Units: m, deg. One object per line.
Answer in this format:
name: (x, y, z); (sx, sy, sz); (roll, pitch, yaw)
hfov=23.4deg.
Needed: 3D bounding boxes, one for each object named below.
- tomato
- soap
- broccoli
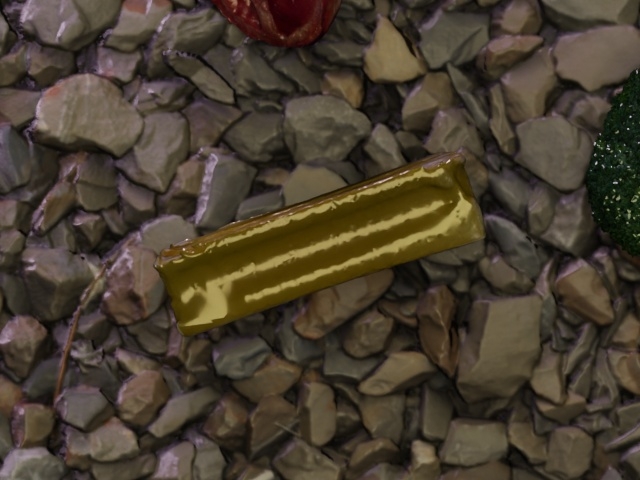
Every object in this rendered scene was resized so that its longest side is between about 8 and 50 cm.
tomato: (-0.040, -0.293, 1.578); (0.189, 0.173, 0.099); (24, 48, 34)
soap: (0.000, 0.000, 1.533); (0.315, 0.199, 0.091); (-18, 95, -1)
broccoli: (0.402, -0.086, 1.510); (0.308, 0.275, 0.308); (-21, 55, 33)
